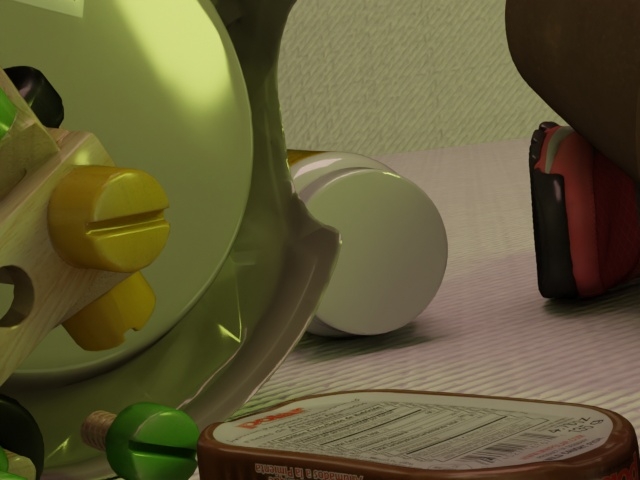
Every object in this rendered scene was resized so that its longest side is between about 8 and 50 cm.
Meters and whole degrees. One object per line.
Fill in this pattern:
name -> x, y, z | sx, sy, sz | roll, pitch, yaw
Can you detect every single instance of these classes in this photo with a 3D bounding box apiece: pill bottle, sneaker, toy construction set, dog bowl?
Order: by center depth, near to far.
toy construction set -> -0.137, -0.005, 0.498 | 0.257, 0.308, 0.237 | -21, 18, -34
dog bowl -> -0.158, -0.053, 0.749 | 0.349, 0.348, 0.102 | -11, -6, -33
pill bottle -> 0.000, 0.000, 1.016 | 0.119, 0.119, 0.208 | -9, 6, -16
sneaker -> 0.237, -0.033, 1.071 | 0.136, 0.115, 0.314 | -2, 7, 28

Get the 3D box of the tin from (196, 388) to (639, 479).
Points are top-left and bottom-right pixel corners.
tin -> 0.033, 0.085, 0.587 | 0.106, 0.040, 0.190 | -7, 4, -44

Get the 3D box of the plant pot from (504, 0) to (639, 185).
plant pot -> 0.235, -0.124, 0.929 | 0.263, 0.263, 0.229 | -11, 28, -34
